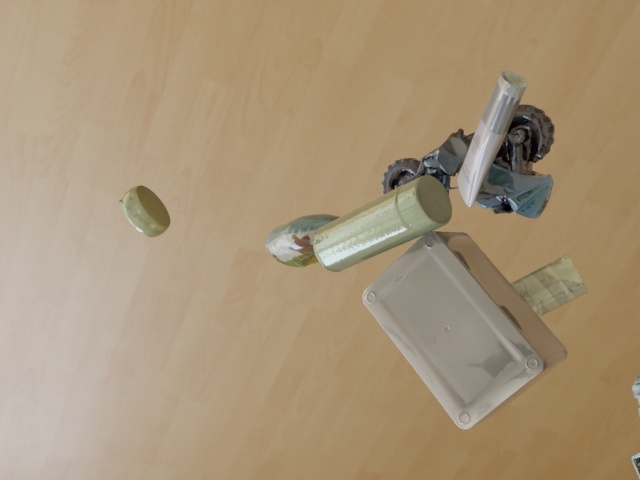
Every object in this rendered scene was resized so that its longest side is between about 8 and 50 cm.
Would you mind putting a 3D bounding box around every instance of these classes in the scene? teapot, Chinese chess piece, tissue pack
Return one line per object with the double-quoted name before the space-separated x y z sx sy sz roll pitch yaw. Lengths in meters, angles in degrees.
"teapot" 0.363 0.103 1.263 0.200 0.077 0.107 -30 155 12
"Chinese chess piece" -0.266 -0.044 1.087 0.034 0.084 0.084 -35 115 13
"tissue pack" 0.204 0.123 1.024 0.159 0.136 0.246 -45 69 21

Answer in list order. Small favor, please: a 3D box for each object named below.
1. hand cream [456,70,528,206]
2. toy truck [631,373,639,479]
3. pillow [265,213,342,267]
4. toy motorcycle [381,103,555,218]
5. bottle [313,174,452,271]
"hand cream" 0.294 -0.174 1.250 0.048 0.079 0.255 7 131 -12
"toy truck" 0.560 0.261 0.955 0.338 0.184 0.133 8 157 -28
"pillow" 0.000 0.000 1.455 0.214 0.086 0.233 2 164 -32
"toy motorcycle" 0.323 -0.121 1.531 0.416 0.172 0.232 -22 87 34
"bottle" 0.080 -0.019 0.966 0.072 0.072 0.201 41 138 -22
